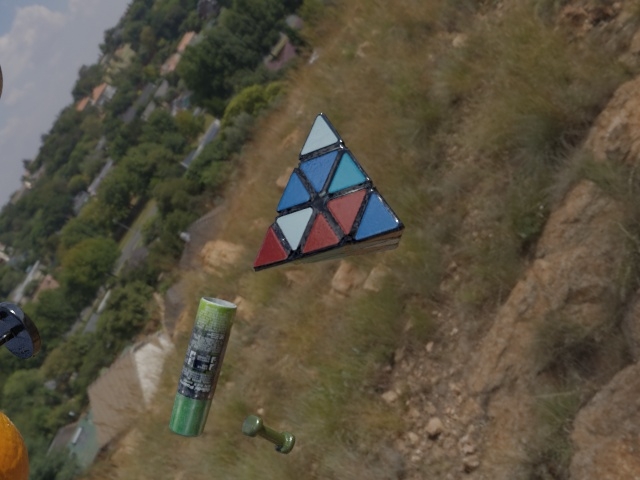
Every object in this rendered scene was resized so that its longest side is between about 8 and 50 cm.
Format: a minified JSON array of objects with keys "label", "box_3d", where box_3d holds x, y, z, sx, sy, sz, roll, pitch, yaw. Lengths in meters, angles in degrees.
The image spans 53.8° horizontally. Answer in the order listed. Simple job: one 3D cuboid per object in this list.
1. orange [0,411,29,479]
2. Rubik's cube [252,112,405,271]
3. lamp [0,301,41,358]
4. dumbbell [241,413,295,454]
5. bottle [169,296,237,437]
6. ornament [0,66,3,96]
[{"label":"orange","box_3d":[-0.865,0.578,1.432,0.423,0.326,0.424,-56,-9,-13]},{"label":"Rubik's cube","box_3d":[0.000,0.000,0.996,0.234,0.284,0.250,-31,27,0]},{"label":"lamp","box_3d":[-0.591,0.276,1.042,0.130,0.108,0.371,-33,28,39]},{"label":"dumbbell","box_3d":[-0.105,0.396,1.289,0.052,0.118,0.046,-1,57,50]},{"label":"bottle","box_3d":[-0.288,0.307,1.538,0.093,0.093,0.329,18,93,65]},{"label":"ornament","box_3d":[-0.444,-0.180,0.686,0.177,0.178,0.177,-43,28,30]}]
